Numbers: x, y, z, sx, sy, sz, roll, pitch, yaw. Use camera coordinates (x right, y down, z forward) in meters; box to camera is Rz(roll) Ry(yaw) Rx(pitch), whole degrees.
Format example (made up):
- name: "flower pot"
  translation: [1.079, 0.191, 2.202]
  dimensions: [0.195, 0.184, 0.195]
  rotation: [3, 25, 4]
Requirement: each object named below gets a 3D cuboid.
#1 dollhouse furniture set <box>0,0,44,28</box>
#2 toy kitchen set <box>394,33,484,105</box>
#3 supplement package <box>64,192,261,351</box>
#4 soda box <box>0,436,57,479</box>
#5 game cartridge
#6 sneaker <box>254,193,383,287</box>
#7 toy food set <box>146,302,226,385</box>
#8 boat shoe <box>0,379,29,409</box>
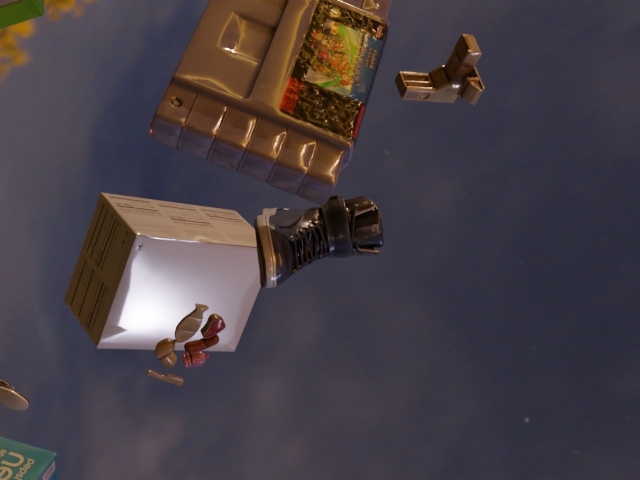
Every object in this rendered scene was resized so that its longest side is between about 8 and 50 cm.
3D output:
- name: "dollhouse furniture set"
  translation: [-0.389, -0.455, 1.316]
  dimensions: [0.198, 0.151, 0.301]
  rotation: [-14, -115, 14]
- name: "toy kitchen set"
  translation: [0.146, -0.194, 1.215]
  dimensions: [0.083, 0.075, 0.068]
  rotation: [117, -35, -47]
- name: "supplement package"
  translation: [-0.243, 0.057, 1.649]
  dimensions: [0.145, 0.262, 0.204]
  rotation: [42, -64, 45]
- name: "soda box"
  translation: [-0.302, 0.259, 0.847]
  dimensions: [0.210, 0.071, 0.067]
  rotation: [-56, 156, -55]
- name: "game cartridge"
  translation: [-0.045, -0.221, 1.259]
  dimensions: [0.068, 0.230, 0.355]
  rotation: [111, -4, -52]
- name: "sneaker"
  translation: [0.000, -0.002, 1.308]
  dimensions: [0.226, 0.164, 0.086]
  rotation: [-84, 170, -73]
- name: "toy food set"
  translation: [-0.162, 0.127, 1.269]
  dimensions: [0.122, 0.078, 0.019]
  rotation: [-48, -138, 18]
- name: "boat shoe"
  translation: [-0.665, 0.316, 2.139]
  dimensions: [0.038, 0.125, 0.046]
  rotation: [-64, 172, -62]
